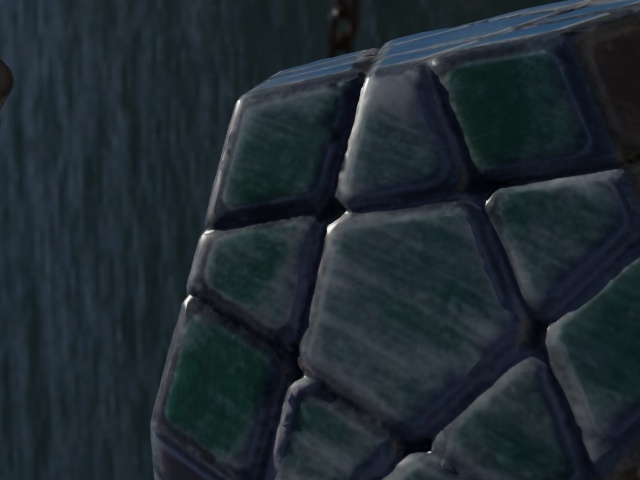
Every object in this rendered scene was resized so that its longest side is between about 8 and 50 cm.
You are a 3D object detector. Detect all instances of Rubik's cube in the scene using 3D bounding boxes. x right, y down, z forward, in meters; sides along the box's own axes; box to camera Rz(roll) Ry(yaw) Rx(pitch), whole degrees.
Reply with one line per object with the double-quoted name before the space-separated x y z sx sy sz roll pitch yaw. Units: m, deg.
"Rubik's cube" 0.083 0.049 0.601 0.319 0.319 0.264 8 114 66

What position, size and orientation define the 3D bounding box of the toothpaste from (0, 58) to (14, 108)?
"toothpaste" -0.351 -0.071 1.411 0.282 0.099 0.068 -45 42 42
